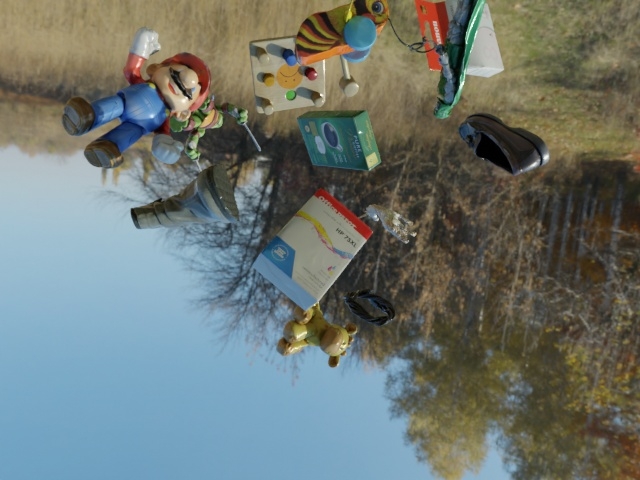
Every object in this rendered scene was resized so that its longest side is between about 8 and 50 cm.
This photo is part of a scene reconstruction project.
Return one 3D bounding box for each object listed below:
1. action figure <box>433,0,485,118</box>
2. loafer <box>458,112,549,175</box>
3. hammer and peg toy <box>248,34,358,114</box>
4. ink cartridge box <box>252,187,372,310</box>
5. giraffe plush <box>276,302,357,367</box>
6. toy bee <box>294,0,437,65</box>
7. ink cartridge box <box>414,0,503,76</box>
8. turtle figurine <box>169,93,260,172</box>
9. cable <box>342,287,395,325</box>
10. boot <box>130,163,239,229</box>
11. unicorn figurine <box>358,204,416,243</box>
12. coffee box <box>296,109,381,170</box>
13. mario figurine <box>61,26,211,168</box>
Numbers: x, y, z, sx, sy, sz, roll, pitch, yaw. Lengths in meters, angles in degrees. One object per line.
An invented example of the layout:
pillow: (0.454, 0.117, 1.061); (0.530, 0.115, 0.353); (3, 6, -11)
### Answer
action figure: (0.233, -0.325, 0.897); (0.063, 0.232, 0.137); (5, -147, 3)
loafer: (0.422, -0.238, 1.262); (0.095, 0.109, 0.302); (-34, -148, -5)
hammer and peg toy: (-0.057, -0.587, 1.760); (0.361, 0.266, 0.127); (-12, -136, -10)
ink cartridge box: (0.000, 0.000, 0.961); (0.134, 0.231, 0.078); (40, 151, 0)
giraffe plush: (0.001, 0.272, 1.457); (0.170, 0.181, 0.210); (30, -157, 14)
toy bee: (0.082, -0.480, 1.126); (0.298, 0.162, 0.195); (-8, 180, -26)
ink cartridge box: (0.349, -0.511, 1.274); (0.232, 0.189, 0.066); (-7, 173, -40)
turtle figurine: (-0.308, -0.318, 1.472); (0.197, 0.275, 0.266); (-9, 178, 11)
cable: (0.156, 0.209, 1.638); (0.150, 0.047, 0.184); (8, -155, -27)
boot: (-0.209, -0.047, 0.772); (0.161, 0.083, 0.246); (-16, -178, -7)
unicorn figurine: (0.164, -0.045, 1.207); (0.111, 0.060, 0.162); (30, -178, -9)
coffee box: (0.035, -0.203, 1.030); (0.040, 0.113, 0.184); (-35, -151, -28)
mario figurine: (-0.316, -0.275, 0.975); (0.170, 0.198, 0.320); (23, -132, 17)
